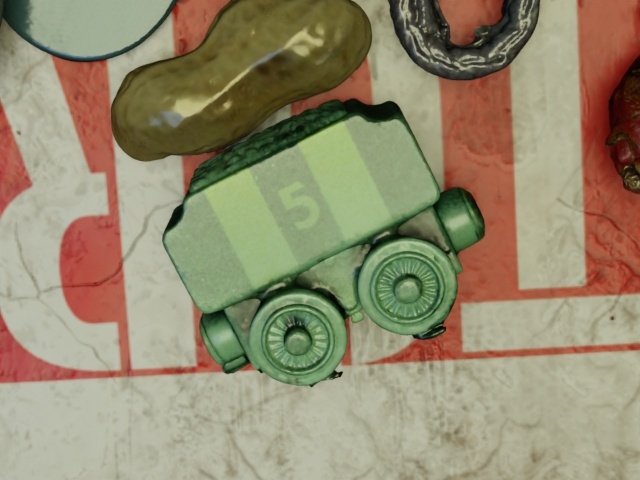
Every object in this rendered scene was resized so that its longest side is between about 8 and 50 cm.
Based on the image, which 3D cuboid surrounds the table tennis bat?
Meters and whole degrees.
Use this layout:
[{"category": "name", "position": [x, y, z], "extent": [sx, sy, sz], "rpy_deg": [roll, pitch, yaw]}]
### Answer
[{"category": "table tennis bat", "position": [-0.230, -0.340, 1.352], "extent": [0.215, 0.044, 0.329], "rpy_deg": [4, 100, 2]}]

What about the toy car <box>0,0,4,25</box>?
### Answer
[{"category": "toy car", "position": [-0.444, -0.229, 1.272], "extent": [0.270, 0.212, 0.181], "rpy_deg": [29, 97, 10]}]

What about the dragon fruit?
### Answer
[{"category": "dragon fruit", "position": [0.339, -0.161, 1.331], "extent": [0.125, 0.125, 0.246], "rpy_deg": [5, 77, -30]}]

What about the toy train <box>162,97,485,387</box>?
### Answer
[{"category": "toy train", "position": [0.000, 0.000, 1.324], "extent": [0.299, 0.167, 0.238], "rpy_deg": [-27, 101, 4]}]

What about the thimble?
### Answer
[{"category": "thimble", "position": [0.137, -0.228, 1.329], "extent": [0.150, 0.098, 0.150], "rpy_deg": [0, 97, 0]}]

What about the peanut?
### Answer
[{"category": "peanut", "position": [-0.083, -0.166, 1.336], "extent": [0.274, 0.111, 0.125], "rpy_deg": [-28, 92, 4]}]
